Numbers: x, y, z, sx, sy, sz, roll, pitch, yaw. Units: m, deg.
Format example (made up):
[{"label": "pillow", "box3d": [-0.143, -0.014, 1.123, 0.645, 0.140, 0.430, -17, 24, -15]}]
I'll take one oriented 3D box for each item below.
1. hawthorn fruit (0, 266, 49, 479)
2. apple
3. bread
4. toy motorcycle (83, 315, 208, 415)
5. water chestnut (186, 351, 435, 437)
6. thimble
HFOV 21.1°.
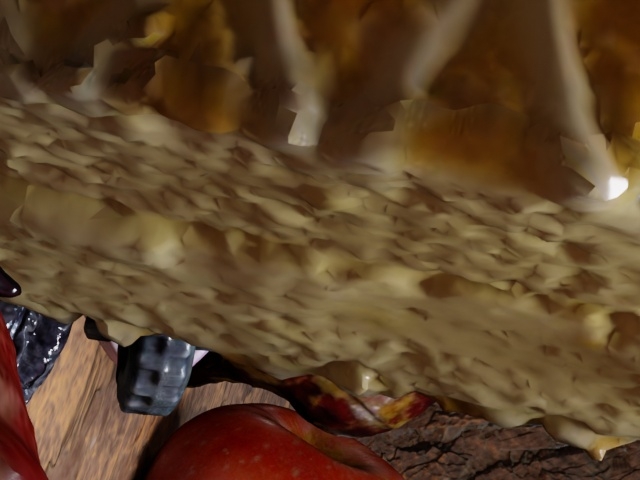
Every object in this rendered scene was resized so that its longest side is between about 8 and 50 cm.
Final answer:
[{"label": "hawthorn fruit", "box3d": [-0.175, 0.096, 0.448, 0.251, 0.189, 0.189, -55, -178, 27]}, {"label": "apple", "box3d": [-0.044, 0.266, 1.517, 0.217, 0.260, 0.260, -63, 174, 3]}, {"label": "bread", "box3d": [0.047, -0.144, 0.690, 0.279, 0.371, 0.390, 79, 25, -73]}, {"label": "toy motorcycle", "box3d": [-0.084, -0.059, 0.947, 0.188, 0.143, 0.327, 114, -20, -74]}, {"label": "water chestnut", "box3d": [0.000, 0.000, 1.218, 0.244, 0.289, 0.289, -49, -163, 56]}, {"label": "thimble", "box3d": [-0.158, 0.033, 0.811, 0.095, 0.066, 0.104, 98, 14, -46]}]
